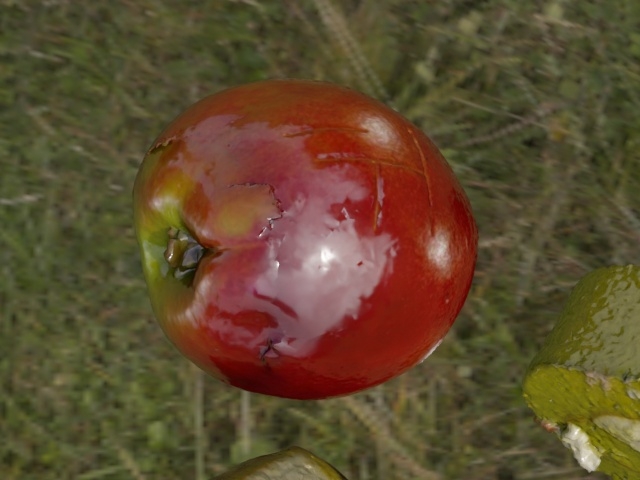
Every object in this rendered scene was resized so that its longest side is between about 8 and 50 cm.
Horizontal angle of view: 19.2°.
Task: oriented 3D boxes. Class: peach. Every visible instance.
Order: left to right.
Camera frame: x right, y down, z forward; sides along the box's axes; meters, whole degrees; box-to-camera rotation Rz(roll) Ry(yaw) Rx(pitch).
[{"bbox_3d":[0.000,0.000,1.060,0.197,0.197,0.197,-3,84,29],"label":"peach"}]

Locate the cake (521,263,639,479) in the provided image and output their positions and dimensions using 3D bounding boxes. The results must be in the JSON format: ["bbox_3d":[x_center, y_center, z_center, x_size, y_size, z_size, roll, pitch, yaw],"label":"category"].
[{"bbox_3d":[0.307,0.127,1.641,0.260,0.179,0.156,4,55,47],"label":"cake"}]

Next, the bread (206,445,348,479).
[{"bbox_3d":[-0.037,0.231,1.173,0.181,0.222,0.096,49,127,15],"label":"bread"}]
